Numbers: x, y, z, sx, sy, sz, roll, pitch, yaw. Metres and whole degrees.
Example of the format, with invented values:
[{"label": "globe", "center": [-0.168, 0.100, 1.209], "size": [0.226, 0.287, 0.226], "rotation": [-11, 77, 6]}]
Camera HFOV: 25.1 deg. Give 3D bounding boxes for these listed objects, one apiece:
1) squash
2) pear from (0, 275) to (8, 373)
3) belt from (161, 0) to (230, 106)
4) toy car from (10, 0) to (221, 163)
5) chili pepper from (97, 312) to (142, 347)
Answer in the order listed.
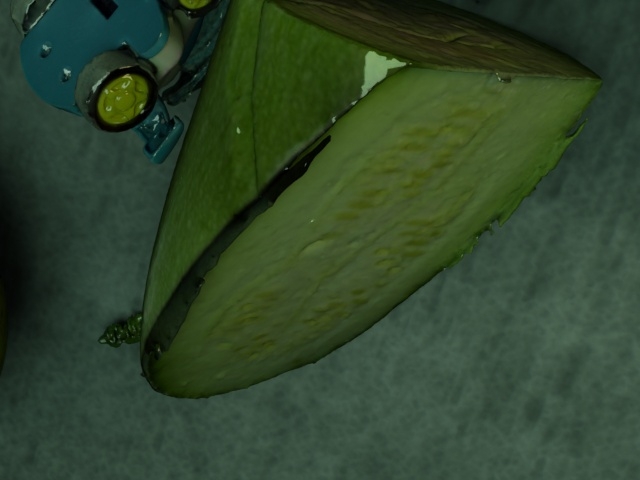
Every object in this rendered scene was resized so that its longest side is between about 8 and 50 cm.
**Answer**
[{"label": "squash", "center": [0.000, 0.000, 0.917], "size": [0.210, 0.234, 0.309], "rotation": [32, 113, 38]}, {"label": "pear", "center": [-0.361, 0.044, 0.991], "size": [0.294, 0.294, 0.294], "rotation": [4, 111, 11]}, {"label": "belt", "center": [-0.091, -0.196, 0.940], "size": [0.147, 0.082, 0.163], "rotation": [43, 121, 5]}, {"label": "toy car", "center": [-0.103, -0.139, 0.879], "size": [0.161, 0.098, 0.126], "rotation": [-49, 51, 6]}, {"label": "chili pepper", "center": [-0.127, 0.067, 1.080], "size": [0.083, 0.022, 0.027], "rotation": [-2, 108, 9]}]
